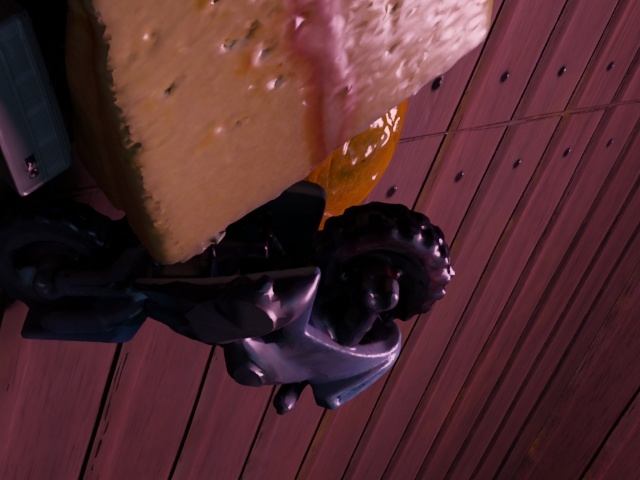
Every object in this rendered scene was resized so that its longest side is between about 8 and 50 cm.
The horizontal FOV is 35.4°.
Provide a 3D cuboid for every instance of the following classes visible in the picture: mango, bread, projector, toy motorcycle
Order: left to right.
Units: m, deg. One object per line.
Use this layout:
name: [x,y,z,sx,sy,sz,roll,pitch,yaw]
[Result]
projector: [-0.242,-0.121,0.724,0.061,0.115,0.147,-38,149,-25]
toy motorcycle: [-0.089,0.059,0.920,0.416,0.172,0.232,0,135,1]
bread: [-0.056,-0.204,0.703,0.345,0.242,0.405,-32,147,-9]
mango: [-0.023,-0.079,1.027,0.359,0.144,0.187,-54,-160,43]
